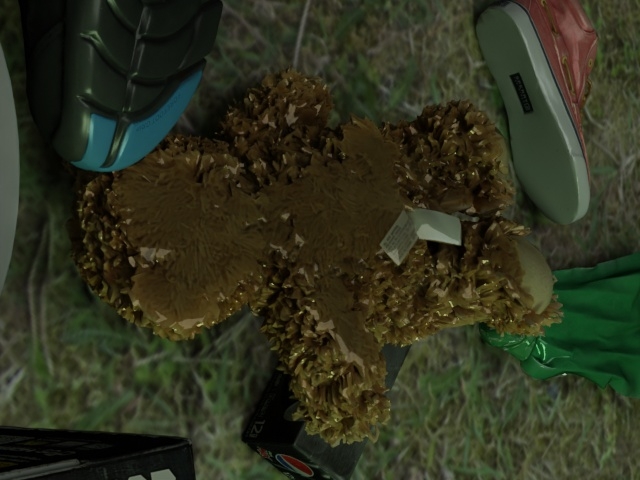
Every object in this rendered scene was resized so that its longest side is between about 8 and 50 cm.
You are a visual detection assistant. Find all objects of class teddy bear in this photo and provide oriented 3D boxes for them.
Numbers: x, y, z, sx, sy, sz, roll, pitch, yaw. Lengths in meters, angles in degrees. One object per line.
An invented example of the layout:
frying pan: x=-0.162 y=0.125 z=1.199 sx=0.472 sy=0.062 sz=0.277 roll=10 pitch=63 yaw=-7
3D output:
teddy bear: x=0.000 y=0.000 z=0.944 sx=0.338 sy=0.113 sz=0.245 roll=-24 pitch=84 yaw=-37

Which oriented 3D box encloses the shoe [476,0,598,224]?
shoe: x=0.183 y=-0.107 z=1.171 sx=0.081 sy=0.063 sz=0.178 roll=-28 pitch=102 yaw=-35

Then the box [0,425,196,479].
box: x=-0.239 y=0.125 z=0.594 sx=0.257 sy=0.322 sz=0.079 roll=-8 pitch=92 yaw=-43

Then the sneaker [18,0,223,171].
sneaker: x=-0.136 y=-0.204 z=0.835 sx=0.125 sy=0.140 sz=0.341 roll=12 pitch=77 yaw=-65

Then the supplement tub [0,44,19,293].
supplement tub: x=-0.311 y=-0.027 z=0.589 sx=0.331 sy=0.241 sz=0.241 roll=-4 pitch=91 yaw=-42

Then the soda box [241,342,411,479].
soda box: x=0.016 y=0.076 z=1.016 sx=0.060 sy=0.053 sz=0.169 roll=44 pitch=60 yaw=-33

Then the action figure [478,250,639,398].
action figure: x=0.203 y=0.064 z=1.182 sx=0.232 sy=0.063 sz=0.137 roll=1 pitch=89 yaw=-47
